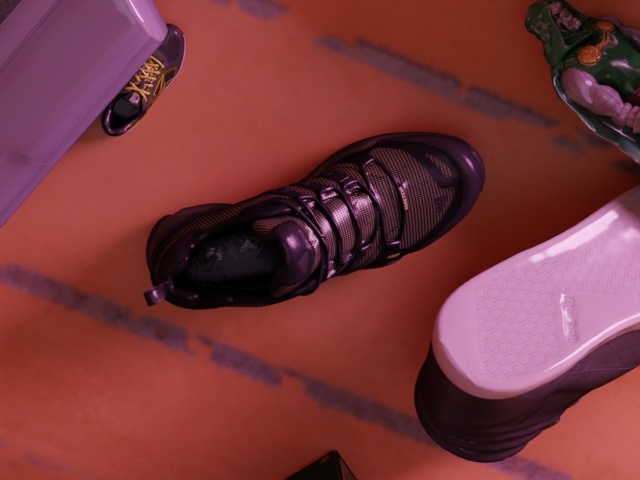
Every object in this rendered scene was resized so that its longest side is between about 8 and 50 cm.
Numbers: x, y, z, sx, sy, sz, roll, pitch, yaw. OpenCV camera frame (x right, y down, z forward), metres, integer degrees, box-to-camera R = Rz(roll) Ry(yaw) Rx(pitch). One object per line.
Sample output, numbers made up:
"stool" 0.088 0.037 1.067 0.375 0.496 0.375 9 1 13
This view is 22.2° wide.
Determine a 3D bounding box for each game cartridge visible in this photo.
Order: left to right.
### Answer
"game cartridge" -0.246 -0.169 0.973 0.294 0.060 0.196 41 103 -8

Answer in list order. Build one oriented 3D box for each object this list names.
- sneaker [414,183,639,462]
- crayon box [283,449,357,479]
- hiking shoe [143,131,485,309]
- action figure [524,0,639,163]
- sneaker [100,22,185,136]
"sneaker" 0.180 0.050 1.065 0.296 0.147 0.104 -21 69 -24
"crayon box" -0.088 0.312 0.981 0.313 0.363 0.106 -31 105 6
"hiking shoe" 0.000 0.000 1.023 0.227 0.114 0.086 -20 107 3
"action figure" 0.224 -0.078 1.021 0.232 0.137 0.063 33 141 -5
"sneaker" -0.111 -0.098 1.029 0.031 0.035 0.083 29 103 -12
